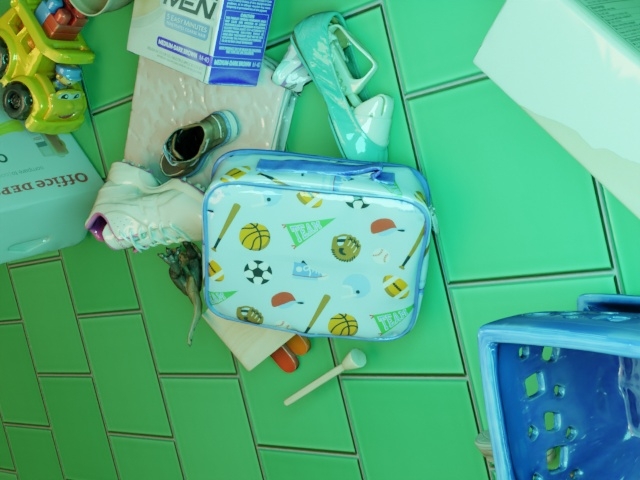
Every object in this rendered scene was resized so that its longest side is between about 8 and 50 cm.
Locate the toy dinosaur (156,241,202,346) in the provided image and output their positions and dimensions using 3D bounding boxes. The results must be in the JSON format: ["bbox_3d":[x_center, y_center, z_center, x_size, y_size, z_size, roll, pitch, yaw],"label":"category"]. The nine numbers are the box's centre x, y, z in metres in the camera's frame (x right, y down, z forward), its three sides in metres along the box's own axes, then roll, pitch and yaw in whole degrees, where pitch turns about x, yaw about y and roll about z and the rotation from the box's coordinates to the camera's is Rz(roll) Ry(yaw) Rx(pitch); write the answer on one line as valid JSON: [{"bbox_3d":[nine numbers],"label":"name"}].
[{"bbox_3d":[-0.214,0.048,1.588,0.268,0.064,0.118,-110,7,-63],"label":"toy dinosaur"}]

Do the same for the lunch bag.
[{"bbox_3d":[0.000,0.000,1.278,0.303,0.115,0.243,5,120,2],"label":"lunch bag"}]

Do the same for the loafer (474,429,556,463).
[{"bbox_3d":[0.250,0.266,1.262,0.125,0.045,0.039,-2,119,54],"label":"loafer"}]

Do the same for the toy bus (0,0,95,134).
[{"bbox_3d":[-0.472,-0.328,1.768,0.211,0.149,0.220,-39,76,30],"label":"toy bus"}]

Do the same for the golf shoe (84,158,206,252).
[{"bbox_3d":[-0.244,-0.027,1.521,0.306,0.140,0.115,17,156,46],"label":"golf shoe"}]

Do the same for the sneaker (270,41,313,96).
[{"bbox_3d":[-0.017,-0.242,1.370,0.098,0.069,0.038,-60,9,-3],"label":"sneaker"}]

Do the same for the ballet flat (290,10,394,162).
[{"bbox_3d":[0.044,-0.188,1.297,0.087,0.083,0.247,-29,84,34],"label":"ballet flat"}]

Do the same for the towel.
[{"bbox_3d":[-0.175,-0.178,1.552,0.332,0.053,0.317,38,127,32],"label":"towel"}]

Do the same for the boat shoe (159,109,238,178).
[{"bbox_3d":[-0.200,-0.143,1.502,0.183,0.066,0.066,-34,78,46],"label":"boat shoe"}]

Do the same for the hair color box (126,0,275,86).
[{"bbox_3d":[-0.147,-0.398,1.366,0.185,0.110,0.339,26,110,37],"label":"hair color box"}]

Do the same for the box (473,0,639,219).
[{"bbox_3d":[0.315,-0.134,0.976,0.311,0.148,0.121,50,134,25],"label":"box"}]

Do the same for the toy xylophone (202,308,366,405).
[{"bbox_3d":[-0.050,0.112,1.488,0.322,0.081,0.236,-31,95,45],"label":"toy xylophone"}]

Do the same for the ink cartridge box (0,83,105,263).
[{"bbox_3d":[-0.619,-0.159,1.864,0.385,0.279,0.160,53,134,20],"label":"ink cartridge box"}]

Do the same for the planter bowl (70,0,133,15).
[{"bbox_3d":[-0.325,-0.440,1.579,0.162,0.109,0.162,19,117,43],"label":"planter bowl"}]

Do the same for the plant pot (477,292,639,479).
[{"bbox_3d":[0.323,0.176,1.020,0.235,0.212,0.236,0,103,46],"label":"plant pot"}]
